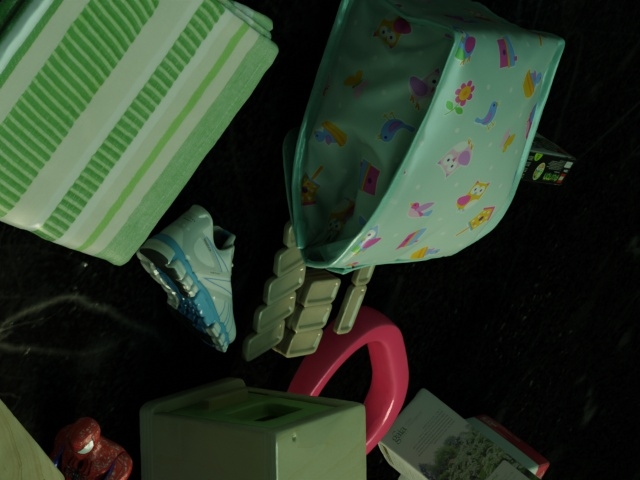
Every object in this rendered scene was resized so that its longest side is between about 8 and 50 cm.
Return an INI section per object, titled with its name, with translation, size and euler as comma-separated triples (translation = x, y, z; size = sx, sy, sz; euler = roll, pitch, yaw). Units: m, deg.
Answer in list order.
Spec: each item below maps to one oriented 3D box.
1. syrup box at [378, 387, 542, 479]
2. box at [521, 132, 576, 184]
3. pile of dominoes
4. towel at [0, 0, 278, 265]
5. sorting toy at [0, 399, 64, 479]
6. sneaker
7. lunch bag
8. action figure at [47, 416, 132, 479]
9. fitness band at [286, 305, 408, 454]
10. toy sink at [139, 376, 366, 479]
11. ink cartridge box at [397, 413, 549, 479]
[syrup box]
translation = 0.192, 0.304, 2.199
size = 0.093, 0.237, 0.096
euler = -47, 152, -13
[box]
translation = 0.181, -0.107, 1.818
size = 0.207, 0.114, 0.036
euler = 3, 120, -59
[pile of dominoes]
translation = 0.000, 0.000, 1.763
size = 0.196, 0.040, 0.251
euler = -5, 118, -57
[towel]
translation = -0.166, -0.112, 1.325
size = 0.248, 0.038, 0.325
euler = -54, 156, 4
[sorting toy]
translation = -0.336, 0.238, 1.353
size = 0.255, 0.089, 0.257
euler = -62, 159, -21
[sneaker]
translation = -0.102, 0.034, 1.576
size = 0.083, 0.071, 0.191
euler = -51, 155, -19
[lunch bag]
translation = 0.088, -0.096, 1.621
size = 0.223, 0.160, 0.262
euler = -6, 121, -53
[action figure]
translation = -0.236, 0.276, 1.611
size = 0.139, 0.091, 0.280
euler = -49, 157, -39
[fitness band]
translation = 0.018, 0.192, 1.992
size = 0.209, 0.054, 0.291
euler = -47, 155, -20
[toy sink]
translation = -0.091, 0.217, 1.713
size = 0.152, 0.234, 0.131
euler = -10, 102, -53
[ink cartridge box]
translation = 0.206, 0.335, 2.387
size = 0.176, 0.127, 0.128
euler = -3, 126, -58
